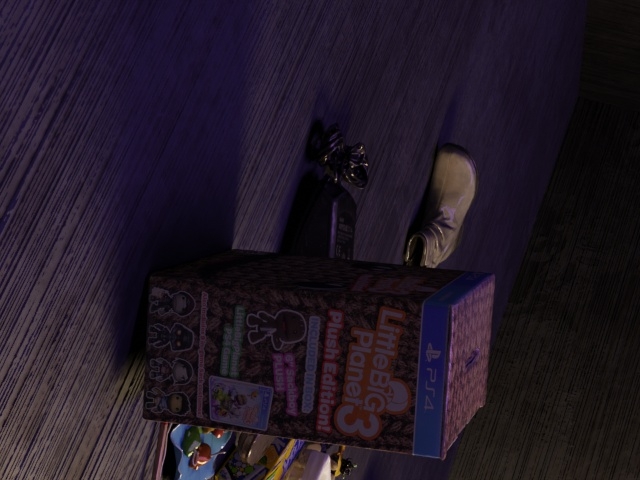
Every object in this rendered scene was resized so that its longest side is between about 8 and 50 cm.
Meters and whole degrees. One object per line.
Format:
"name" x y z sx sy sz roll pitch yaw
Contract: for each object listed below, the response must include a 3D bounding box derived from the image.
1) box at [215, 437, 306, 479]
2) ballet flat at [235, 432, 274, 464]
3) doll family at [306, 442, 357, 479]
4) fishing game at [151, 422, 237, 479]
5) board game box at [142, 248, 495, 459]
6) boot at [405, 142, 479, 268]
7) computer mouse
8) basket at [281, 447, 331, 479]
"box" -0.068 0.269 1.671 0.169 0.059 0.054 -52 155 -46
"ballet flat" -0.065 0.201 1.598 0.084 0.058 0.250 -61 175 18
"doll family" 0.005 0.382 2.072 0.111 0.076 0.193 21 91 -80
"fishing game" -0.121 0.204 1.473 0.264 0.041 0.189 -17 120 -72
"board game box" 0.006 0.101 1.290 0.232 0.291 0.141 -20 114 -73
"boot" 0.210 -0.038 2.355 0.161 0.083 0.246 -46 148 -49
"computer mouse" 0.000 0.000 1.654 0.188 0.072 0.272 33 61 -73
"basket" -0.051 0.351 1.759 0.167 0.103 0.113 87 24 -53
